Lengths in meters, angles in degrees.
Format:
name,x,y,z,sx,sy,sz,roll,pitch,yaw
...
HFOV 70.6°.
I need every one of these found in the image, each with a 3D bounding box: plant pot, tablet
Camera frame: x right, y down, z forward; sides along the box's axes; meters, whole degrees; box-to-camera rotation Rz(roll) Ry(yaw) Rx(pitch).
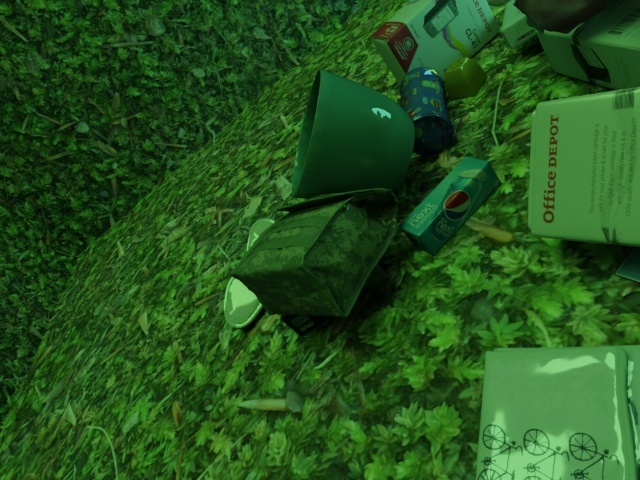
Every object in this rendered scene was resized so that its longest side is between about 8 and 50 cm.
name,x,y,z,sx,sy,sz,roll,pitch,yaw
plant pot,0.386,-0.445,1.227,0.081,0.083,0.081,7,56,52
tablet,0.464,0.040,0.624,0.054,0.006,0.083,-48,30,-7
plant pot,0.077,-0.222,1.053,0.293,0.235,0.292,-170,90,-81

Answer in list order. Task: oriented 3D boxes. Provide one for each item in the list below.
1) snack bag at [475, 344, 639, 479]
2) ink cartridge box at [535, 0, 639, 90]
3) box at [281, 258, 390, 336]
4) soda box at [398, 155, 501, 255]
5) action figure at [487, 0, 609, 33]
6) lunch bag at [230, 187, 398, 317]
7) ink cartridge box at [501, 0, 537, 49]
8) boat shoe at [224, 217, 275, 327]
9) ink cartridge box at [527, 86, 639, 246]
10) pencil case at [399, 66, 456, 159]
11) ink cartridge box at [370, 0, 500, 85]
name,x,y,z,sx,sy,sz,roll,pitch,yaw
snack bag,0.336,0.252,0.487,0.343,0.037,0.323,-14,42,40
ink cartridge box,0.621,-0.417,0.876,0.223,0.129,0.307,-39,32,10
box,0.011,0.042,1.076,0.243,0.076,0.307,-35,32,13
soda box,0.267,-0.073,0.930,0.210,0.067,0.071,-47,31,-4
action figure,0.497,-0.500,0.717,0.370,0.276,0.247,176,117,-84
lunch bag,0.000,0.000,0.913,0.235,0.169,0.287,-8,38,48
ink cartridge box,0.632,-0.654,1.142,0.330,0.071,0.324,-23,27,39
boat shoe,-0.172,0.096,1.230,0.116,0.099,0.319,8,62,8
ink cartridge box,0.447,-0.099,0.607,0.283,0.117,0.207,9,103,53
pencil case,0.279,-0.346,1.196,0.133,0.119,0.306,8,43,0
ink cartridge box,0.340,-0.612,1.344,0.306,0.226,0.131,-41,31,6
